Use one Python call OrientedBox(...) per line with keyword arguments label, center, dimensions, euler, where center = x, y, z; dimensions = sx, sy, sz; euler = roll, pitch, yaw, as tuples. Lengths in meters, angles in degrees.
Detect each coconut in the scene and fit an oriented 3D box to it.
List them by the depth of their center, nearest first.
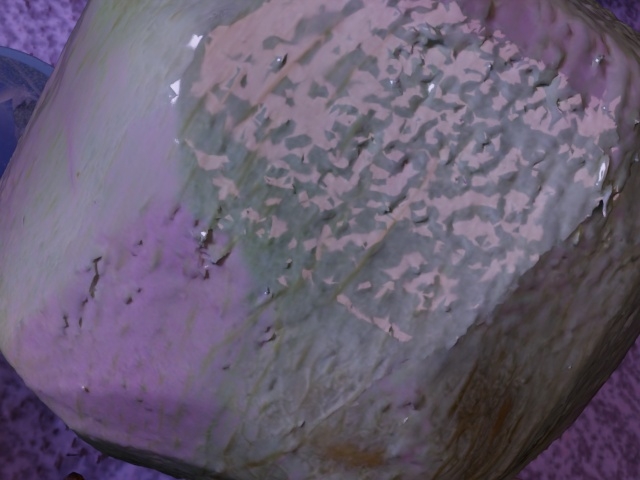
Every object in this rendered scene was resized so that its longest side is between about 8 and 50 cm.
OrientedBox(label="coconut", center=(0.000, 0.000, 0.445), dimensions=(0.328, 0.329, 0.281), euler=(0, 37, -23))

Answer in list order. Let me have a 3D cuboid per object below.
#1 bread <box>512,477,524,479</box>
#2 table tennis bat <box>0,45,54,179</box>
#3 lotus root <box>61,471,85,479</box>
OrientedBox(label="bread", center=(0.082, 0.258, 0.447), dimensions=(0.315, 0.054, 0.316), euler=(0, 54, 0))
OrientedBox(label="table tennis bat", center=(-0.207, -0.012, 0.499), dimensions=(0.149, 0.038, 0.237), euler=(29, 60, -12))
OrientedBox(label="lotus root", center=(-0.105, 0.189, 0.448), dimensions=(0.073, 0.062, 0.150), euler=(-31, 77, 10))
